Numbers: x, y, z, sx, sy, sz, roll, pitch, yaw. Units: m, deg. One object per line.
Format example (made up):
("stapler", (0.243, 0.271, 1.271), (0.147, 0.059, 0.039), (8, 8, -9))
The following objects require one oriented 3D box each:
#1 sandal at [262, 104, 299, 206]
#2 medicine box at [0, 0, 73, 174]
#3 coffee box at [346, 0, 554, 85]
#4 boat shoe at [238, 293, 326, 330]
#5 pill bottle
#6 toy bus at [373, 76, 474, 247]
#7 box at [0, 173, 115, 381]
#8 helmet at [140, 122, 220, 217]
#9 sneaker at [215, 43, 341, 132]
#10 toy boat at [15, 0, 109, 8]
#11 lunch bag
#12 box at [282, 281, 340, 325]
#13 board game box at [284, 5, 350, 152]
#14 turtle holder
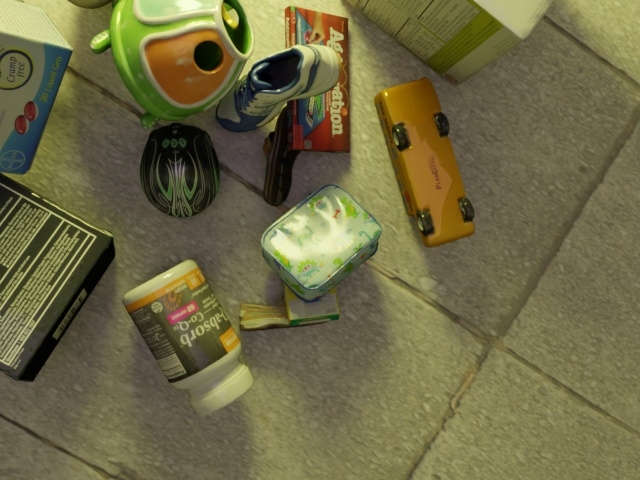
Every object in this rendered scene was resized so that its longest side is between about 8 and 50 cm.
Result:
("sandal", (-0.085, -0.179, 1.267), (0.060, 0.090, 0.219), (11, 87, 34))
("medicine box", (-0.598, -0.261, 0.986), (0.149, 0.289, 0.263), (48, 118, 29))
("coffee box", (0.278, -0.556, 1.160), (0.334, 0.338, 0.337), (36, 87, -6))
("boat shoe", (-0.075, 0.146, 1.281), (0.190, 0.068, 0.072), (-4, 81, -7))
("pill bottle", (-0.253, 0.190, 1.210), (0.162, 0.162, 0.278), (-30, 95, -5))
("toy bus", (0.212, -0.158, 1.269), (0.108, 0.130, 0.332), (-17, 94, -7))
("box", (-0.583, 0.057, 1.124), (0.294, 0.183, 0.296), (31, 69, -8))
("helmet", (-0.273, -0.129, 1.206), (0.170, 0.169, 0.161), (-3, 75, -7))
("sneaker", (-0.110, -0.297, 1.167), (0.297, 0.131, 0.111), (-22, 82, 33))
("toy boat", (-0.453, -0.478, 1.121), (0.318, 0.267, 0.148), (-40, 114, 8))
("lunch bag", (0.000, 0.000, 1.234), (0.219, 0.090, 0.176), (-40, 72, -20))
("box", (-0.026, 0.080, 1.266), (0.105, 0.043, 0.179), (-6, 65, -6))
("board game box", (-0.004, -0.323, 1.259), (0.145, 0.027, 0.281), (-3, 93, -36))
("turtle holder", (-0.236, -0.366, 1.148), (0.228, 0.320, 0.243), (-15, 105, 22))
